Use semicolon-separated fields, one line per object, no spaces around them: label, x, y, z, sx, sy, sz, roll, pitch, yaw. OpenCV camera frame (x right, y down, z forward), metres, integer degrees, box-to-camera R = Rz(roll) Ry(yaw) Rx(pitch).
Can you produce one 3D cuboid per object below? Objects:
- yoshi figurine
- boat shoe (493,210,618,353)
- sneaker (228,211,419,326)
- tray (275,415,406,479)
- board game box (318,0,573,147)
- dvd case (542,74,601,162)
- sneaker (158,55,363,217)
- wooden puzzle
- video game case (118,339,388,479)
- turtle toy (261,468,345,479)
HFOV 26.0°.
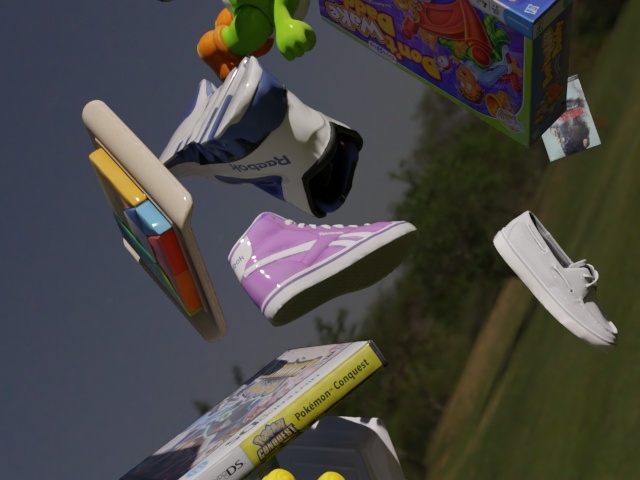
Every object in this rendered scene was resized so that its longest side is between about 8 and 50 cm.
yoshi figurine;-0.015;-0.376;2.140;0.203;0.204;0.362;-3;-28;-45
boat shoe;0.277;0.044;1.561;0.063;0.184;0.066;-46;-18;21
sneaker;0.000;-0.001;1.964;0.282;0.161;0.102;-21;-32;-34
tray;0.018;0.281;1.659;0.030;0.145;0.270;-25;7;-29
board game box;0.141;-0.288;1.675;0.078;0.347;0.233;-44;-28;-20
dvd case;0.390;-0.195;2.221;0.013;0.087;0.120;9;-116;-73
sneaker;-0.062;-0.093;1.534;0.127;0.182;0.315;-62;17;-11
wooden puzzle;-0.195;-0.016;1.580;0.044;0.221;0.239;-31;-37;-19
video game case;-0.079;0.192;1.451;0.248;0.035;0.275;-37;7;-19
turtle toy;-0.012;0.224;1.043;0.095;0.130;0.066;-51;45;33
